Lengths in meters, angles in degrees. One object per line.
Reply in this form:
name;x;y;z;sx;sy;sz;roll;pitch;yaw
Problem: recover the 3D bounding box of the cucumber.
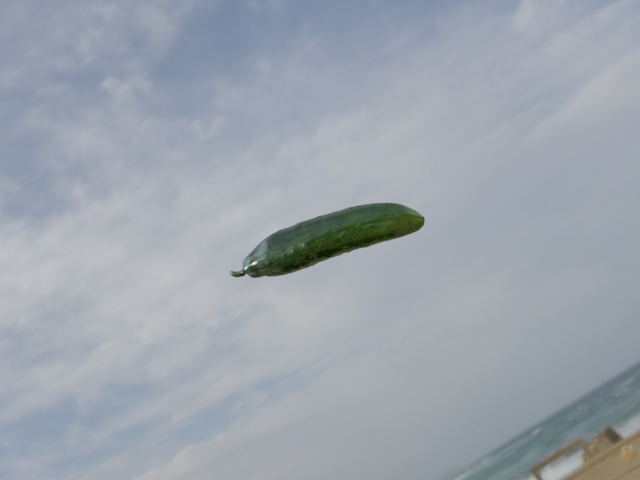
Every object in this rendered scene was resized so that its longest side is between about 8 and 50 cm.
cucumber;0.000;0.000;0.935;0.250;0.056;0.056;-18;-16;13
